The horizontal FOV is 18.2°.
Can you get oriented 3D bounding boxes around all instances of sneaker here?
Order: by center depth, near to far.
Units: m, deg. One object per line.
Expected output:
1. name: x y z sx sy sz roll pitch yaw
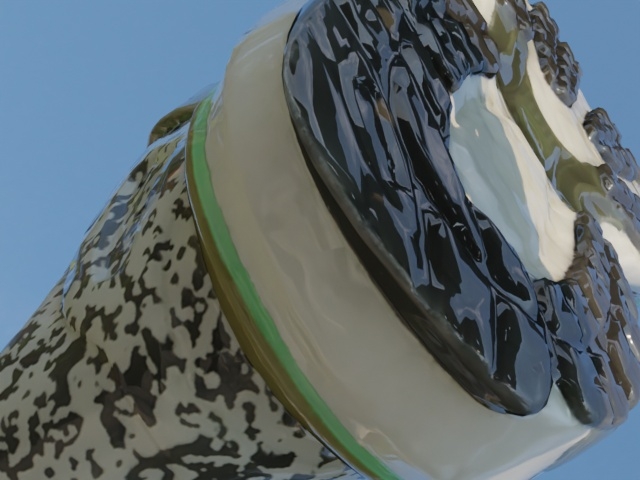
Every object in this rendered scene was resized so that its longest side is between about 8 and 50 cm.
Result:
1. sneaker: 0.000 0.000 0.626 0.182 0.410 0.158 -28 -92 16
